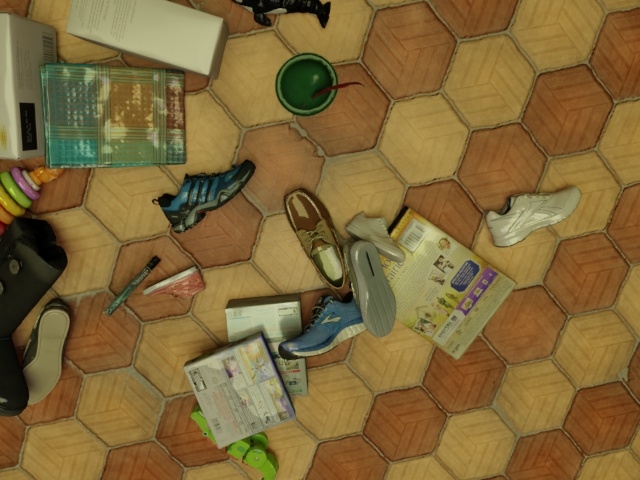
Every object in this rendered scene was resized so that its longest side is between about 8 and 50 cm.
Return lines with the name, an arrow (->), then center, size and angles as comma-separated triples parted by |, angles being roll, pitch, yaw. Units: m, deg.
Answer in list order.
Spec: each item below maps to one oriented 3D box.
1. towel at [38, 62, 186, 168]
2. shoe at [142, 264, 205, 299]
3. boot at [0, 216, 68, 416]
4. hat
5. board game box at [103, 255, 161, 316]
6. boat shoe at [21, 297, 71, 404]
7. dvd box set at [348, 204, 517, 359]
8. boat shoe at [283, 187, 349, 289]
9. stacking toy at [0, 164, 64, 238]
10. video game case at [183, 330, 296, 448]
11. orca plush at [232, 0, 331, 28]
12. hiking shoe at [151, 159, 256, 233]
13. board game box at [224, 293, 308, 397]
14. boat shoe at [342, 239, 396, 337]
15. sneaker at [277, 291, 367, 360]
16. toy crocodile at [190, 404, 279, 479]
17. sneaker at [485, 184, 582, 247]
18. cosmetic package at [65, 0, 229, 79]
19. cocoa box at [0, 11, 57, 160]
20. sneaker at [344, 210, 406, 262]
towel -> -0.549, -0.332, 1.590 | 0.369, 0.040, 0.272 | -5, 104, -24
shoe -> -0.432, 0.145, 1.749 | 0.177, 0.063, 0.081 | -24, 98, -3
boot -> -0.829, 0.209, 1.627 | 0.367, 0.146, 0.445 | 46, 102, 12
hat -> -0.023, -0.430, 1.591 | 0.208, 0.183, 0.173 | -31, 102, 3
board game box -> -0.543, 0.129, 1.707 | 0.026, 0.126, 0.186 | 43, 96, -11
boat shoe -> -0.820, 0.329, 1.762 | 0.112, 0.095, 0.335 | 16, 105, -27
dvd box set -> 0.341, 0.133, 1.797 | 0.420, 0.062, 0.308 | 33, 99, -10
boat shoe -> 0.000, 0.000, 1.717 | 0.122, 0.120, 0.324 | -29, 102, 3
stacking toy -> -0.843, -0.138, 1.632 | 0.301, 0.175, 0.166 | -34, 101, -8
video game case -> -0.232, 0.434, 1.720 | 0.244, 0.061, 0.270 | -21, 98, 1
orca plush -> -0.112, -0.645, 1.581 | 0.287, 0.102, 0.151 | 26, 99, -9
hiking shoe -> -0.324, -0.147, 1.668 | 0.304, 0.113, 0.132 | -36, 103, 4
board game box -> -0.158, 0.326, 1.790 | 0.223, 0.097, 0.304 | -5, 101, -2
boat shoe -> 0.142, 0.134, 1.707 | 0.109, 0.094, 0.303 | -20, 107, -21
sneaker -> 0.001, 0.245, 1.726 | 0.329, 0.129, 0.147 | -23, 90, -39
toy crocodile -> -0.264, 0.628, 1.836 | 0.340, 0.115, 0.105 | 38, 97, -11
sneaker -> 0.630, -0.092, 1.748 | 0.297, 0.111, 0.129 | -28, 97, 2
cosmetic package -> -0.437, -0.545, 1.536 | 0.365, 0.197, 0.155 | 14, 100, -8
cocoa box -> -0.834, -0.391, 1.517 | 0.227, 0.231, 0.348 | 3, 102, 3
sneaker -> 0.172, -0.018, 1.703 | 0.212, 0.080, 0.094 | 34, 80, 30
